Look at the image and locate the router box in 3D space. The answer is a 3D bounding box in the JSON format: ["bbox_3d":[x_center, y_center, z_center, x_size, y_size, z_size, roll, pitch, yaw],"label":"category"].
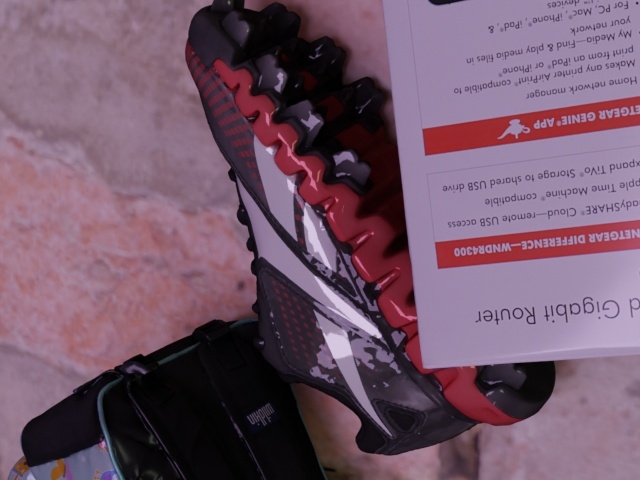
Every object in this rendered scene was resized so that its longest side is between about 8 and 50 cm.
[{"bbox_3d":[0.189,-0.108,0.624,0.335,0.082,0.301,-6,90,29],"label":"router box"}]

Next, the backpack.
[{"bbox_3d":[-0.073,0.160,0.859,0.144,0.166,0.188,-34,84,36],"label":"backpack"}]

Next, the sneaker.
[{"bbox_3d":[0.000,0.000,0.803,0.135,0.097,0.276,-37,87,31],"label":"sneaker"}]
